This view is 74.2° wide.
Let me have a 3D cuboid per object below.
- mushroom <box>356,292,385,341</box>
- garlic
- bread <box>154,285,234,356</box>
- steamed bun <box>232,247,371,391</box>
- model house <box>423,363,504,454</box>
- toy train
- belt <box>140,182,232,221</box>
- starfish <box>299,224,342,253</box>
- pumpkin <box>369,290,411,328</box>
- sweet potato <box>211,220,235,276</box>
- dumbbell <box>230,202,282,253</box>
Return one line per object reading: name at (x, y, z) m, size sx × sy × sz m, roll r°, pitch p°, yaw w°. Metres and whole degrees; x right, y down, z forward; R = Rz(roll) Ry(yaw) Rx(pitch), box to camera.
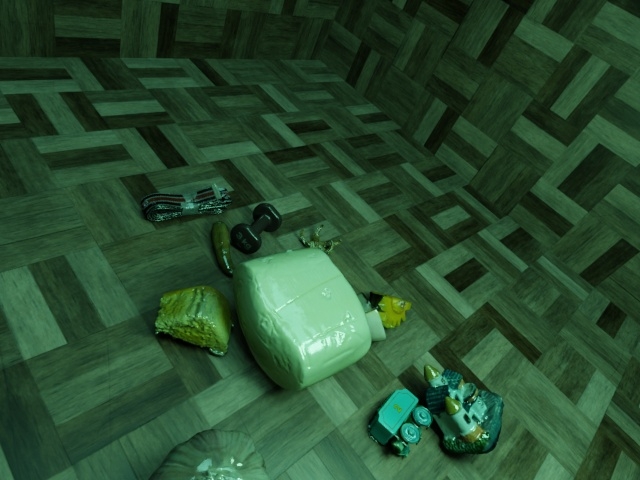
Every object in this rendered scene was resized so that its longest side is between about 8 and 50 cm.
mushroom at (0.146, 0.327, 1.642) m, size 0.162 × 0.173 × 0.236 m, roll -19°, pitch 10°, yaw -3°
garlic at (-0.263, 0.612, 1.008) m, size 0.318 × 0.259 × 0.317 m, roll 17°, pitch 37°, yaw -13°
bread at (-0.398, 0.240, 1.405) m, size 0.262 × 0.162 × 0.204 m, roll 26°, pitch 27°, yaw -23°
steamed bun at (-0.087, 0.265, 1.445) m, size 0.372 × 0.290 × 0.455 m, roll -15°, pitch 63°, yaw -34°
model house at (0.467, 0.546, 1.467) m, size 0.291 × 0.184 × 0.253 m, roll 51°, pitch 44°, yaw 1°
toy train at (0.266, 0.603, 1.412) m, size 0.163 × 0.112 × 0.203 m, roll 38°, pitch 39°, yaw 21°
belt at (-0.556, -0.154, 1.769) m, size 0.360 × 0.126 × 0.094 m, roll -12°, pitch 63°, yaw -29°
starfish at (0.002, -0.001, 1.929) m, size 0.190 × 0.074 × 0.146 m, roll -2°, pitch 50°, yaw -30°
pumpkin at (0.257, 0.286, 1.757) m, size 0.149 × 0.130 × 0.254 m, roll 11°, pitch -4°, yaw 38°
sweet potato at (-0.392, 0.027, 1.696) m, size 0.075 × 0.075 × 0.273 m, roll 0°, pitch 49°, yaw -28°
dumbbell at (-0.269, -0.054, 1.793) m, size 0.140 × 0.124 × 0.225 m, roll 50°, pitch 40°, yaw -13°
